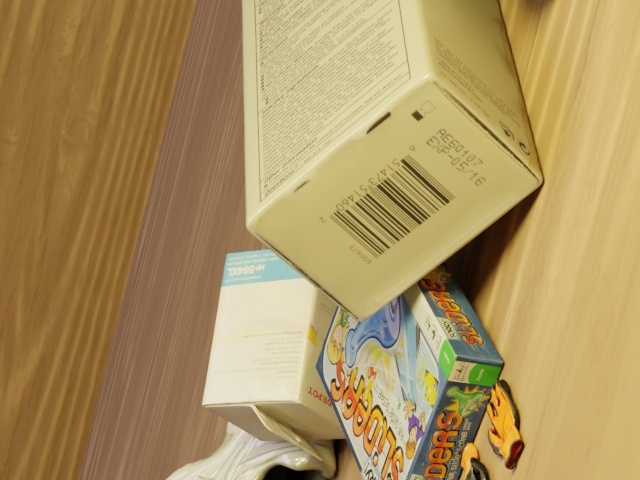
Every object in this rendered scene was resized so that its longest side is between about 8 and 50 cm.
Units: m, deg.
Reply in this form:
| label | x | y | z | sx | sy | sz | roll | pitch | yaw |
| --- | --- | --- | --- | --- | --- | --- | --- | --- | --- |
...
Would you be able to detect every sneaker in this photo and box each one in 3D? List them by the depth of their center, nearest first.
| label | x | y | z | sx | sy | sz | roll | pitch | yaw |
| --- | --- | --- | --- | --- | --- | --- | --- | --- | --- |
| sneaker | -0.065 | 0.219 | 1.521 | 0.232 | 0.090 | 0.115 | -56 | 30 | 27 |

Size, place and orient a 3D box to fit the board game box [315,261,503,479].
| label | x | y | z | sx | sy | sz | roll | pitch | yaw |
| --- | --- | --- | --- | --- | --- | --- | --- | --- | --- |
| board game box | 0.053 | 0.082 | 1.242 | 0.201 | 0.035 | 0.136 | -116 | 40 | -59 |

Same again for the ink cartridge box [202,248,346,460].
| label | x | y | z | sx | sy | sz | roll | pitch | yaw |
| --- | --- | --- | --- | --- | --- | --- | --- | --- | --- |
| ink cartridge box | -0.023 | 0.088 | 1.438 | 0.090 | 0.092 | 0.143 | -5 | 64 | 32 |

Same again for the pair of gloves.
| label | x | y | z | sx | sy | sz | roll | pitch | yaw |
| --- | --- | --- | --- | --- | --- | --- | --- | --- | --- |
| pair of gloves | 0.097 | 0.126 | 1.114 | 0.074 | 0.010 | 0.083 | -98 | 23 | -59 |

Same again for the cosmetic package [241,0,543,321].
| label | x | y | z | sx | sy | sz | roll | pitch | yaw |
| --- | --- | --- | --- | --- | --- | --- | --- | --- | --- |
| cosmetic package | 0.038 | -0.108 | 1.271 | 0.160 | 0.113 | 0.309 | -38 | 27 | 22 |
